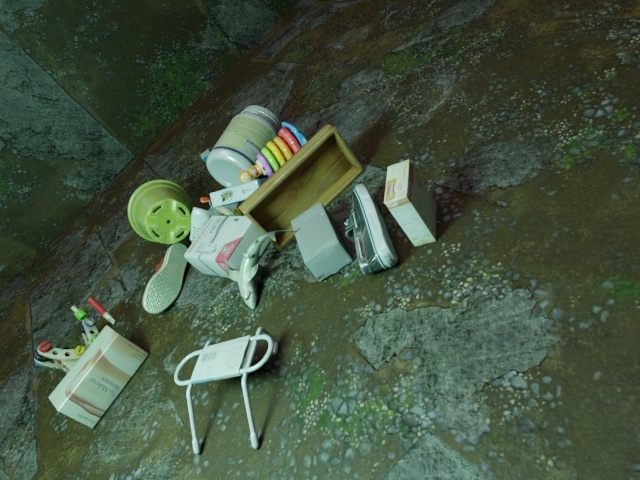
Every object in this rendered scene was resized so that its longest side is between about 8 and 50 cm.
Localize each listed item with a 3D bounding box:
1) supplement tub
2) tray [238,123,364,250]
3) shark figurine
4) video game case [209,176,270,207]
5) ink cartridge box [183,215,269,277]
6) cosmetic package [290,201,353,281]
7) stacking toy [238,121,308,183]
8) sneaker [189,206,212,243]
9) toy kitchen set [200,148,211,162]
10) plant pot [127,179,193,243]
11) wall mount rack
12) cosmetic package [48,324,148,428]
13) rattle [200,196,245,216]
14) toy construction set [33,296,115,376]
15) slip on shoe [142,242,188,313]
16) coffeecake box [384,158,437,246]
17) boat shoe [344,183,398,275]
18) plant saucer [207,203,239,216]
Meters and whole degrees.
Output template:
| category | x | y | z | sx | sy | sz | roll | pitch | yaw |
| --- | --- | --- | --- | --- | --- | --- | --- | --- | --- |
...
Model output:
| category | x | y | z | sx | sy | sz | roll | pitch | yaw |
| --- | --- | --- | --- | --- | --- | --- | --- | --- | --- |
| supplement tub | -0.316 | -0.396 | 2.134 | 0.235 | 0.235 | 0.325 | -4 | 50 | 40 |
| tray | -0.061 | -0.179 | 1.695 | 0.411 | 0.203 | 0.076 | -44 | 35 | -4 |
| shark figurine | -0.201 | 0.068 | 1.639 | 0.166 | 0.116 | 0.279 | 28 | 99 | 37 |
| video game case | -0.230 | -0.190 | 1.859 | 0.244 | 0.061 | 0.269 | -11 | 6 | 36 |
| ink cartridge box | -0.341 | 0.021 | 1.819 | 0.282 | 0.117 | 0.207 | 3 | 55 | 45 |
| cosmetic package | 0.000 | 0.000 | 1.538 | 0.127 | 0.107 | 0.238 | -33 | 33 | 6 |
| stacking toy | -0.191 | -0.315 | 1.945 | 0.301 | 0.175 | 0.166 | -34 | 32 | -8 |
| sneaker | -0.478 | -0.046 | 1.972 | 0.090 | 0.235 | 0.095 | 20 | 60 | 1 |
| toy kitchen set | -0.441 | -0.396 | 2.348 | 0.207 | 0.122 | 0.166 | -38 | 36 | 5 |
| plant pot | -0.644 | -0.100 | 2.062 | 0.276 | 0.276 | 0.254 | -47 | 27 | -8 |
| wall mount rack | -0.249 | 0.395 | 1.343 | 0.349 | 0.130 | 0.304 | -19 | 38 | 29 |
| cosmetic package | -0.759 | 0.465 | 1.714 | 0.129 | 0.153 | 0.296 | 11 | 61 | 49 |
| rattle | -0.349 | -0.144 | 1.926 | 0.142 | 0.200 | 0.130 | -44 | 32 | -2 |
| toy construction set | -0.869 | 0.405 | 1.860 | 0.237 | 0.257 | 0.309 | 38 | 99 | 11 |
| slip on shoe | -0.605 | 0.154 | 1.941 | 0.101 | 0.123 | 0.332 | -38 | 30 | 36 |
| coffeecake box | 0.246 | -0.100 | 1.340 | 0.068 | 0.185 | 0.143 | -17 | 42 | 30 |
| boat shoe | 0.123 | -0.042 | 1.448 | 0.119 | 0.121 | 0.335 | -26 | 40 | 13 |
| plant saucer | -0.407 | -0.121 | 2.099 | 0.194 | 0.037 | 0.195 | -24 | 39 | 21 |
